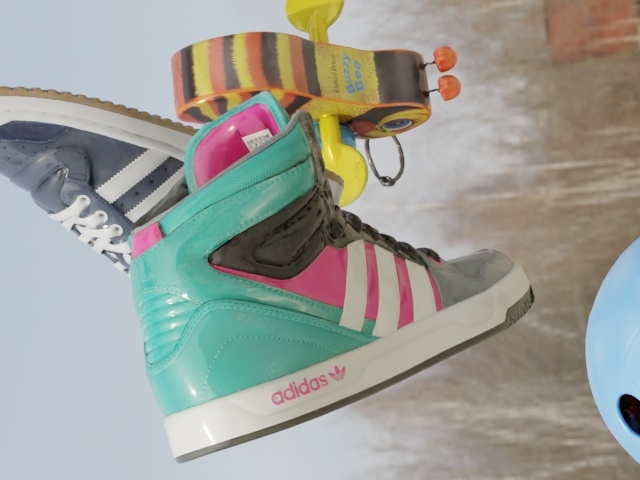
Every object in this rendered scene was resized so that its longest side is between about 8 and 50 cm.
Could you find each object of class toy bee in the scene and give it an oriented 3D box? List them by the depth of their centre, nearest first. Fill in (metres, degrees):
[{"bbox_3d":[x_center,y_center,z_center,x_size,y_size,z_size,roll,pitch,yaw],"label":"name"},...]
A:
[{"bbox_3d":[0.027,-0.136,1.150,0.298,0.162,0.195,-22,-88,-52],"label":"toy bee"}]

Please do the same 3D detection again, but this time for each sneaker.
[{"bbox_3d":[0.000,0.000,0.786,0.295,0.124,0.178,-17,-95,-49],"label":"sneaker"},{"bbox_3d":[-0.120,0.000,0.885,0.099,0.282,0.153,-4,74,62],"label":"sneaker"}]

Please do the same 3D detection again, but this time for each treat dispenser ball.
[{"bbox_3d":[0.403,0.108,1.312,0.288,0.288,0.288,-4,-90,-78],"label":"treat dispenser ball"}]
